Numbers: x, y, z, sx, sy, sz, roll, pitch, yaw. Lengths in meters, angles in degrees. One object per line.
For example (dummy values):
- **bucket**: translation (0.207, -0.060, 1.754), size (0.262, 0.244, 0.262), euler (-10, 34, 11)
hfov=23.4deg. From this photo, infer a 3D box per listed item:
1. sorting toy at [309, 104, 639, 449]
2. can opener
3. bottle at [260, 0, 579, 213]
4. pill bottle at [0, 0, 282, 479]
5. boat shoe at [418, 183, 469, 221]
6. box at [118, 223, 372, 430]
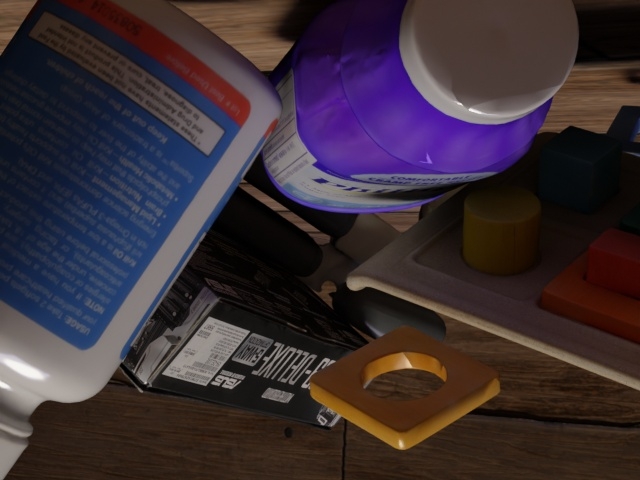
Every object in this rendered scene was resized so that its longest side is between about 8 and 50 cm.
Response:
- **sorting toy**: translation (0.136, -0.006, 0.753), size (0.196, 0.047, 0.348), euler (16, -144, 34)
- **can opener**: translation (0.000, 0.000, 1.128), size (0.283, 0.076, 0.095), euler (34, -173, -44)
- **bottle**: translation (0.043, -0.069, 0.719), size (0.118, 0.092, 0.283), euler (-2, 176, -11)
- **pill bottle**: translation (-0.125, -0.004, 0.702), size (0.124, 0.221, 0.124), euler (33, 174, 4)
- **boat shoe**: translation (0.224, -0.023, 1.188), size (0.302, 0.113, 0.103), euler (5, 155, 9)
- **box**: translation (-0.107, 0.016, 1.083), size (0.242, 0.076, 0.307), euler (41, -174, 23)
